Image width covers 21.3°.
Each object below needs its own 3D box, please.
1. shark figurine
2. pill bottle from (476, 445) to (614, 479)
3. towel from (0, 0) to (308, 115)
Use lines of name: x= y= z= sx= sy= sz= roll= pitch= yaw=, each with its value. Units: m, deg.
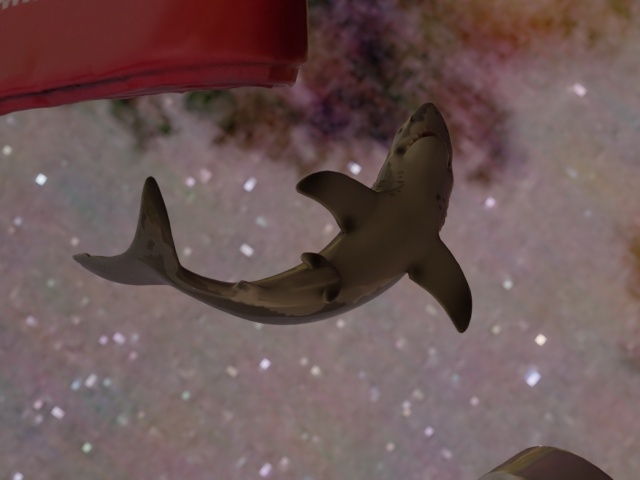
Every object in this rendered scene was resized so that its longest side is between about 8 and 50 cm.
shark figurine: x=-0.013 y=0.022 z=1.175 sx=0.278 sy=0.116 sz=0.166 roll=-19 pitch=-100 yaw=-26
pill bottle: x=0.035 y=0.307 z=1.087 sx=0.408 sy=0.229 sz=0.229 roll=-31 pitch=-116 yaw=-28
towel: x=-0.074 y=-0.166 z=0.451 sx=0.031 sy=0.274 sz=0.199 roll=1 pitch=179 yaw=-44
